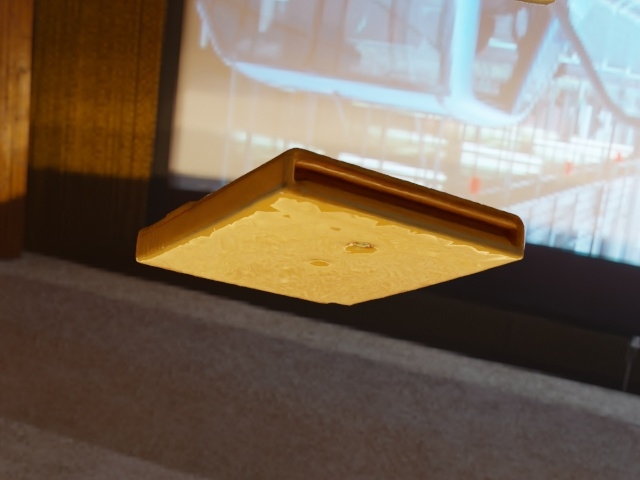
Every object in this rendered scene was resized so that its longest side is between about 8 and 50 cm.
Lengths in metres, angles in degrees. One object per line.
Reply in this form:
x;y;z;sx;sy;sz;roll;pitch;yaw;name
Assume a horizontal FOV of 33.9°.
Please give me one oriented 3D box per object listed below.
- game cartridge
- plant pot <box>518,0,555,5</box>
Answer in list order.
0.000;0.000;1.099;0.285;0.052;0.324;15;161;-31;game cartridge
0.181;-0.410;1.181;0.280;0.323;0.323;27;-166;-8;plant pot
